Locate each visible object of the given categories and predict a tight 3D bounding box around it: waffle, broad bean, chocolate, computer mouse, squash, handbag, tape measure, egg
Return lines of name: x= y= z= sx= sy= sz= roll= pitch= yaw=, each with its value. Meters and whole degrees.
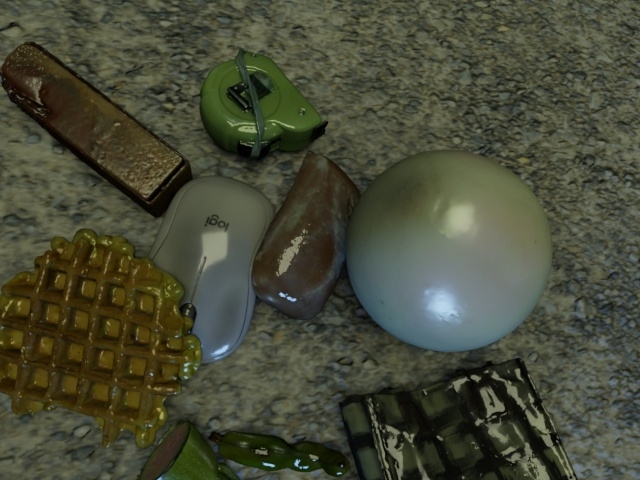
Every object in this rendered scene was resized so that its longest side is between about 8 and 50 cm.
waffle: x=-0.315 y=0.137 z=0.615 sx=0.300 sy=0.058 sz=0.281 roll=34 pitch=92 yaw=7
broad bean: x=-0.063 y=0.318 z=0.673 sx=0.213 sy=0.070 sz=0.048 roll=9 pitch=68 yaw=-1
chocolate: x=0.001 y=-0.001 z=0.708 sx=0.161 sy=0.083 sz=0.261 roll=39 pitch=67 yaw=-44
computer mouse: x=-0.168 y=0.035 z=0.686 sx=0.184 sy=0.121 sz=0.297 roll=23 pitch=72 yaw=-8
squash: x=-0.174 y=0.335 z=0.639 sx=0.132 sy=0.105 sz=0.105 roll=45 pitch=71 yaw=-17
handbag: x=0.218 y=0.367 z=0.679 sx=0.325 sy=0.162 sz=0.327 roll=-8 pitch=71 yaw=-18
tape measure: x=-0.113 y=-0.228 z=0.763 sx=0.175 sy=0.106 sz=0.200 roll=-34 pitch=85 yaw=-21
egg: x=0.173 y=0.014 z=0.639 sx=0.283 sy=0.345 sz=0.283 roll=-5 pitch=75 yaw=17

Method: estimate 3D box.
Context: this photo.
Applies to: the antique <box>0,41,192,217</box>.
antique: x=-0.352 y=-0.172 z=0.709 sx=0.310 sy=0.087 sz=0.093 roll=38 pitch=73 yaw=-2
